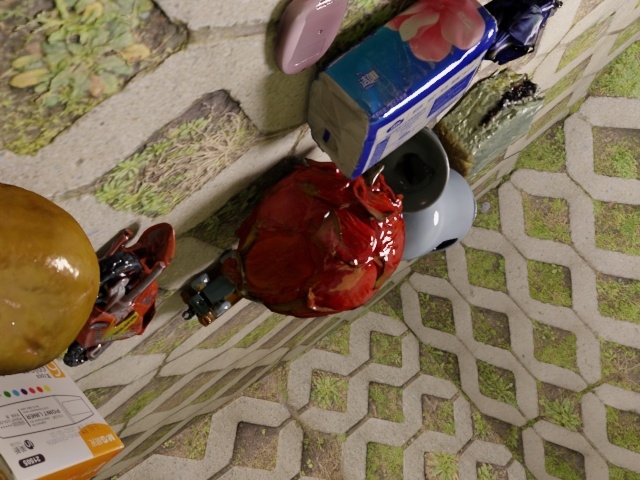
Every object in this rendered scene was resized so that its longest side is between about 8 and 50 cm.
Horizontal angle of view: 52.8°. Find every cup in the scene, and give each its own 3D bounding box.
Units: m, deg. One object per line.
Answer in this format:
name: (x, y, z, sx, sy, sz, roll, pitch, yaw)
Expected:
cup: (0.181, -0.172, 1.338, 0.199, 0.199, 0.150, -49, -179, 34)

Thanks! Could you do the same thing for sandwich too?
sandwich: (0.431, -0.298, 1.641, 0.262, 0.131, 0.325, -38, 165, 0)

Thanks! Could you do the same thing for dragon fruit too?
dragon fruit: (0.000, 0.000, 1.150, 0.342, 0.277, 0.277, -51, 166, 3)

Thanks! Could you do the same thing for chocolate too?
chocolate: (0.362, -0.416, 1.040, 0.343, 0.148, 0.126, -47, 157, 3)

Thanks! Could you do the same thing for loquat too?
loquat: (-0.324, 0.036, 0.623, 0.234, 0.176, 0.187, 29, 70, -57)

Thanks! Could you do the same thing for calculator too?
calculator: (-0.011, -0.266, 0.797, 0.103, 0.024, 0.166, -33, 166, -24)

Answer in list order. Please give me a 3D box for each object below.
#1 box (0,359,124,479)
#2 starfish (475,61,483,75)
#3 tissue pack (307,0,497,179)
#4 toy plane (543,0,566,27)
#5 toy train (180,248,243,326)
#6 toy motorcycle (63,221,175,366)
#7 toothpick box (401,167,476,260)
box: (-0.449, 0.278, 0.965, 0.091, 0.221, 0.274, -45, 168, 4)
starfish: (0.294, -0.348, 1.317, 0.208, 0.053, 0.176, -40, 178, 27)
tissue pack: (0.117, -0.243, 0.990, 0.270, 0.137, 0.209, -39, 167, -16)
toy plane: (0.425, -0.458, 1.257, 0.135, 0.062, 0.188, -47, 165, 32)
toy train: (-0.193, 0.092, 1.334, 0.219, 0.089, 0.127, -39, 177, -6)
toy motorcycle: (-0.316, 0.092, 0.991, 0.171, 0.089, 0.298, -29, 162, -42)
toothpick box: (0.223, -0.086, 1.592, 0.263, 0.263, 0.355, -46, 164, 25)
